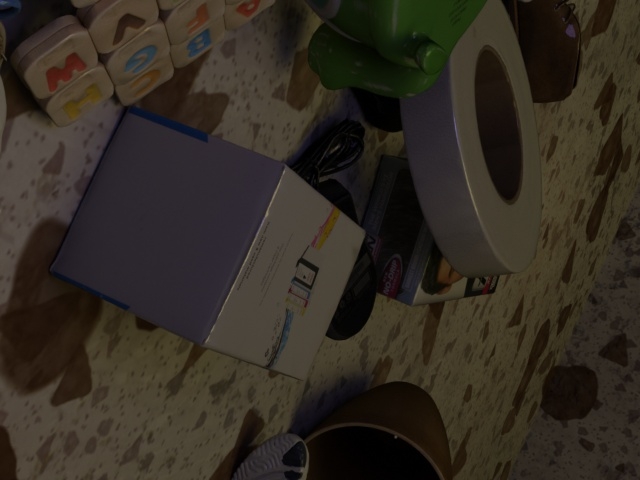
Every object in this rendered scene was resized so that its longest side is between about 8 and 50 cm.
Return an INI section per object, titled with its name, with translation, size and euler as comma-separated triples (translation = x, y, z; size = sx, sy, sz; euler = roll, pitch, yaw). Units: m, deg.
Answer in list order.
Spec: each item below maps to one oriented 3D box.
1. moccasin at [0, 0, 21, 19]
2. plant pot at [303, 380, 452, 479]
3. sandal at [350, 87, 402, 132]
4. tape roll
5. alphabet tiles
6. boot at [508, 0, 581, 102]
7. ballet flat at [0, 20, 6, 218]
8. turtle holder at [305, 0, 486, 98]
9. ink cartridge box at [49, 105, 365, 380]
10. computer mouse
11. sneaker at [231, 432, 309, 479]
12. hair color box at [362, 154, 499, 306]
[moccasin]
translation = -0.214, -0.197, 0.676
size = 0.342, 0.137, 0.117
euler = -58, 158, -21
[plant pot]
translation = 0.094, 0.316, 1.683
size = 0.254, 0.237, 0.237
euler = -53, 156, -66
[sandal]
translation = 0.087, -0.192, 1.410
size = 0.097, 0.054, 0.254
euler = -68, 156, -1
[tape roll]
translation = 0.202, -0.146, 1.477
size = 0.392, 0.072, 0.392
euler = 30, 56, -59
[alphabet tiles]
translation = -0.102, -0.191, 0.870
size = 0.284, 0.021, 0.278
euler = -38, 172, -9
[boot]
translation = 0.341, -0.355, 1.714
size = 0.112, 0.115, 0.305
euler = -43, 136, -55
[ballet flat]
translation = -0.254, -0.050, 0.778
size = 0.086, 0.086, 0.249
euler = -27, 134, -56
[turtle holder]
translation = 0.076, -0.291, 1.080
size = 0.243, 0.227, 0.320
euler = -54, 160, -12
[ink cartridge box]
translation = -0.092, 0.010, 1.059
size = 0.168, 0.171, 0.232
euler = -66, 157, -5
[computer mouse]
translation = 0.000, 0.000, 1.383
size = 0.188, 0.072, 0.272
euler = -46, 135, -38
[sneaker]
translation = -0.051, 0.345, 1.519
size = 0.153, 0.094, 0.235
euler = -17, 125, -62
[hair color box]
translation = 0.183, -0.015, 1.691
size = 0.374, 0.113, 0.185
euler = -1, 110, -64
